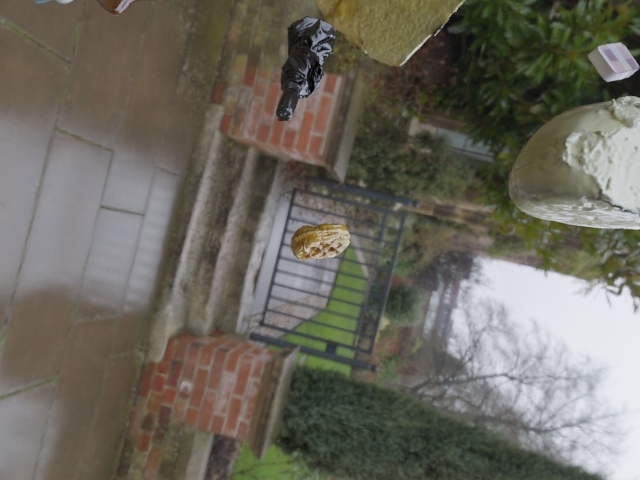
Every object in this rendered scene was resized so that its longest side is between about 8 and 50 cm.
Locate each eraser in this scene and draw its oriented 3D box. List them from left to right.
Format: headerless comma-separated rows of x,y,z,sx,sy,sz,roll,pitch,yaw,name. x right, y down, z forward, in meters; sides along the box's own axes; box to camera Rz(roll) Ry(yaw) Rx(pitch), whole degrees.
0.536,-0.326,1.224,0.105,0.065,0.026,-18,161,-39,eraser

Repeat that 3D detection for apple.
0.129,-0.508,1.191,0.314,0.309,0.252,-46,-176,-7,apple

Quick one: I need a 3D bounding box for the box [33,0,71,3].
-0.519,-0.574,1.281,0.162,0.130,0.227,-51,126,-37,box

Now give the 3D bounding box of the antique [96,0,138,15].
-0.284,-0.495,1.052,0.278,0.223,0.129,-53,-155,16,antique

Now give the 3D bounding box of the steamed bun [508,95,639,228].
0.542,-0.151,1.310,0.312,0.334,0.232,-178,-81,-68,steamed bun

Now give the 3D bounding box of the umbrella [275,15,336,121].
-0.042,-0.368,1.432,0.118,0.118,0.340,97,7,-47,umbrella

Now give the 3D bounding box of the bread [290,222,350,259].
0.000,0.000,1.208,0.083,0.111,0.044,117,-37,-57,bread
